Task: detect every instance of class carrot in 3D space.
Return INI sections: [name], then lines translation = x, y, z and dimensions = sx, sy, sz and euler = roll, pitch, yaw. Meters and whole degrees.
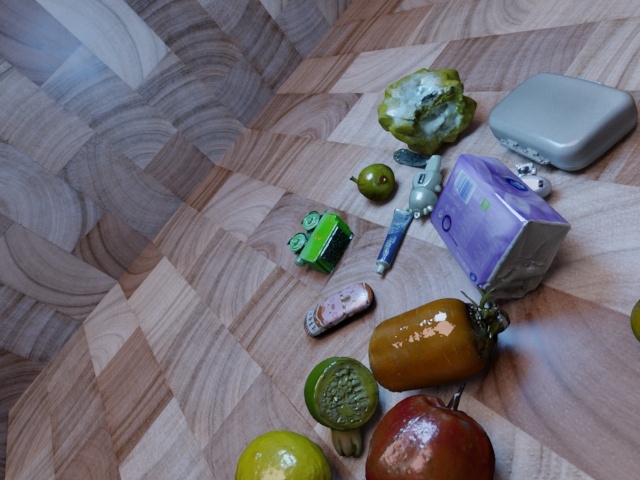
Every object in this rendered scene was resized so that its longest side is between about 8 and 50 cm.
[carrot]
translation = 0.303, 0.242, 1.026
dimensions = 0.331, 0.214, 0.193
euler = -29, 78, 28

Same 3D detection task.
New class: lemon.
[lemon]
translation = -0.089, 0.599, 1.044
dimensions = 0.288, 0.233, 0.234
euler = 4, 59, 43

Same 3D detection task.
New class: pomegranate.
[pomegranate]
translation = 0.062, 0.430, 1.131
dimensions = 0.190, 0.241, 0.159
euler = -35, -4, -22

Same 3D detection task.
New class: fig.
[fig]
translation = 0.199, -0.213, 1.614
dimensions = 0.186, 0.147, 0.142
euler = 123, 156, -67

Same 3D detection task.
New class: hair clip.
[hair clip]
translation = 0.356, -0.314, 1.620
dimensions = 0.066, 0.036, 0.229
euler = -43, 30, -4

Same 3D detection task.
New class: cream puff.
[cream puff]
translation = 0.374, -0.469, 1.546
dimensions = 0.323, 0.270, 0.274
euler = -31, 57, 4

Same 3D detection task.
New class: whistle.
[whistle]
translation = 0.362, -0.183, 1.438
dimensions = 0.101, 0.106, 0.253
euler = 14, 70, 16

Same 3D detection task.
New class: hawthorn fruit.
[hawthorn fruit]
translation = 0.233, 0.425, 0.865
dimensions = 0.254, 0.254, 0.300
euler = 19, 82, 51

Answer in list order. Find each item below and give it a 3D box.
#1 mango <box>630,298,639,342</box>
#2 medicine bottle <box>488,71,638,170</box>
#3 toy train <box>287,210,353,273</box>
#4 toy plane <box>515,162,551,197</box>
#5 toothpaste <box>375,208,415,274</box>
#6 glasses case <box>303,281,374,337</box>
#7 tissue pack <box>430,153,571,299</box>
[mango]
translation = 0.739, 0.146, 0.740
dimensions = 0.316, 0.146, 0.193
euler = -7, 51, 22
[medicine bottle]
translation = 0.703, -0.368, 1.260
dimensions = 0.282, 0.123, 0.375
euler = -40, 36, 5
[toy train]
translation = 0.000, 0.000, 1.601
dimensions = 0.188, 0.132, 0.243
euler = 15, 69, 45
[toy plane]
translation = 0.573, -0.144, 1.216
dimensions = 0.174, 0.080, 0.174
euler = -17, 63, 37
[toothpaste]
translation = 0.246, 0.001, 1.430
dimensions = 0.069, 0.047, 0.268
euler = -13, 43, 53
[glasses case]
translation = 0.058, 0.229, 1.378
dimensions = 0.266, 0.067, 0.103
euler = -32, 37, 17
[tissue pack]
translation = 0.454, -0.042, 1.107
dimensions = 0.338, 0.160, 0.242
euler = -108, 26, -49
